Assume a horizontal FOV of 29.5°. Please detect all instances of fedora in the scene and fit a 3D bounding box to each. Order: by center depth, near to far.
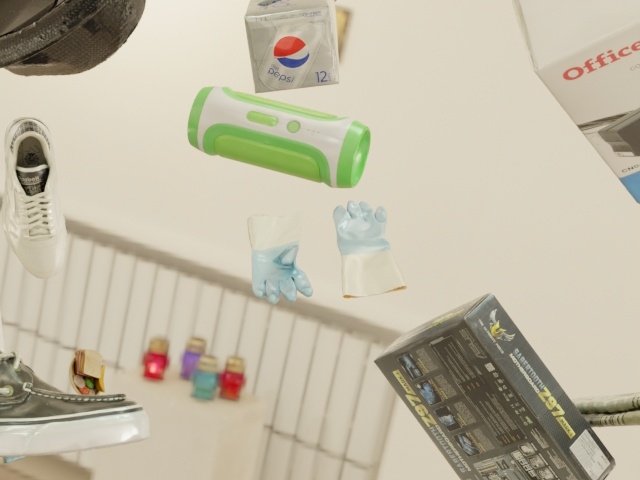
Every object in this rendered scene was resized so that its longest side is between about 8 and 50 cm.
[{"bbox_3d":[-0.358,-0.318,1.647,0.334,0.334,0.152,21,-19,37],"label":"fedora"}]

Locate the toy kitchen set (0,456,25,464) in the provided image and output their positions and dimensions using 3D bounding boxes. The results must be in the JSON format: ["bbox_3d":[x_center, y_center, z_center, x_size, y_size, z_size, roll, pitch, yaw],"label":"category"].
[{"bbox_3d":[-0.383,0.341,1.522,0.166,0.207,0.122,-13,-2,-44],"label":"toy kitchen set"}]

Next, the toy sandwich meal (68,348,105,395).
[{"bbox_3d":[-0.381,0.220,2.003,0.029,0.085,0.085,-22,-5,27],"label":"toy sandwich meal"}]

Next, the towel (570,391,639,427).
[{"bbox_3d":[0.455,0.174,1.355,0.312,0.056,0.324,1,-9,-26],"label":"towel"}]

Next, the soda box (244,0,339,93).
[{"bbox_3d":[-0.030,-0.256,1.439,0.098,0.091,0.286,-7,21,3],"label":"soda box"}]

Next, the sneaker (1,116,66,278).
[{"bbox_3d":[-0.403,-0.054,1.703,0.090,0.235,0.095,-11,17,-17],"label":"sneaker"}]

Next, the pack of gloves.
[{"bbox_3d":[0.000,0.000,1.612,0.195,0.046,0.232,-10,32,0],"label":"pack of gloves"}]

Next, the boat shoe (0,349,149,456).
[{"bbox_3d":[-0.346,0.164,1.256,0.335,0.119,0.121,1,-10,-10],"label":"boat shoe"}]

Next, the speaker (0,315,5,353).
[{"bbox_3d":[-0.444,0.093,1.580,0.055,0.136,0.055,-1,19,1],"label":"speaker"}]

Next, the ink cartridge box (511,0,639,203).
[{"bbox_3d":[0.471,-0.247,1.638,0.285,0.166,0.395,-25,-37,23],"label":"ink cartridge box"}]

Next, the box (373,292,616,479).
[{"bbox_3d":[0.187,0.187,1.339,0.059,0.233,0.183,-37,1,-37],"label":"box"}]

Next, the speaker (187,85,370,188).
[{"bbox_3d":[-0.070,-0.177,2.067,0.296,0.131,0.131,15,12,13],"label":"speaker"}]
